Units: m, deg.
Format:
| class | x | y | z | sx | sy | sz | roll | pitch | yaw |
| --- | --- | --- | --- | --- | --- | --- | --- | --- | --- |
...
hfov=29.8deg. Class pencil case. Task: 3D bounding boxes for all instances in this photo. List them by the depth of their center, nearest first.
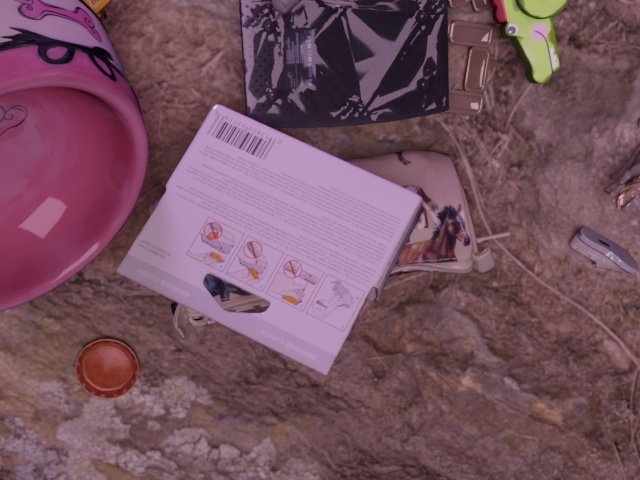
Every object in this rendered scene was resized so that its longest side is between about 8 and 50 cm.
| class | x | y | z | sx | sy | sz | roll | pitch | yaw |
| --- | --- | --- | --- | --- | --- | --- | --- | --- | --- |
| pencil case | 0.000 | 0.000 | 1.495 | 0.410 | 0.160 | 0.184 | -11 | 70 | -3 |

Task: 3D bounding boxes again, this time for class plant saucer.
| class | x | y | z | sx | sy | sz | roll | pitch | yaw |
| --- | --- | --- | --- | --- | --- | --- | --- | --- | --- |
| plant saucer | -0.281 | 0.168 | 1.589 | 0.083 | 0.013 | 0.084 | -1 | 103 | -5 |

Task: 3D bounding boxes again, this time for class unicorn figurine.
| class | x | y | z | sx | sy | sz | roll | pitch | yaw |
| --- | --- | --- | --- | --- | --- | --- | --- | --- | --- |
| unicorn figurine | 0.416 | -0.105 | 1.550 | 0.060 | 0.162 | 0.111 | 26 | 127 | -16 |

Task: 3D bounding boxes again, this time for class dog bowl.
| class | x | y | z | sx | sy | sz | roll | pitch | yaw |
| --- | --- | --- | --- | --- | --- | --- | --- | --- | --- |
| dog bowl | -0.370 | -0.083 | 1.327 | 0.408 | 0.408 | 0.150 | -47 | 60 | 6 |

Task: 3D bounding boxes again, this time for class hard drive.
| class | x | y | z | sx | sy | sz | roll | pitch | yaw |
| --- | --- | --- | --- | --- | --- | --- | --- | --- | --- |
| hard drive | 0.028 | -0.227 | 1.465 | 0.254 | 0.054 | 0.172 | -6 | 105 | -10 |

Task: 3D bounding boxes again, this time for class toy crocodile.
| class | x | y | z | sx | sy | sz | roll | pitch | yaw |
| --- | --- | --- | --- | --- | --- | --- | --- | --- | --- |
| toy crocodile | 0.234 | -0.356 | 1.463 | 0.105 | 0.115 | 0.341 | -11 | 102 | 3 |

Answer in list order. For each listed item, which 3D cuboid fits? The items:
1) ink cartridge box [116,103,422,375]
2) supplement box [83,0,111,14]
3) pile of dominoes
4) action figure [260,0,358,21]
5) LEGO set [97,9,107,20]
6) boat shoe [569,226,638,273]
| class | x | y | z | sx | sy | sz | roll | pitch | yaw |
| --- | --- | --- | --- | --- | --- | --- | --- | --- | --- |
| ink cartridge box | -0.055 | 0.001 | 1.378 | 0.275 | 0.060 | 0.239 | 25 | 72 | 11 |
| supplement box | -0.308 | -0.347 | 1.384 | 0.104 | 0.081 | 0.188 | -44 | 111 | 2 |
| pile of dominoes | 0.097 | -0.269 | 1.522 | 0.251 | 0.040 | 0.196 | 5 | 103 | -15 |
| action figure | 0.012 | -0.370 | 1.404 | 0.185 | 0.099 | 0.285 | 26 | 76 | 4 |
| LEGO set | -0.252 | -0.387 | 1.441 | 0.182 | 0.060 | 0.244 | 32 | 99 | -8 |
| boat shoe | 0.377 | 0.021 | 1.609 | 0.100 | 0.035 | 0.035 | 28 | 126 | -15 |
